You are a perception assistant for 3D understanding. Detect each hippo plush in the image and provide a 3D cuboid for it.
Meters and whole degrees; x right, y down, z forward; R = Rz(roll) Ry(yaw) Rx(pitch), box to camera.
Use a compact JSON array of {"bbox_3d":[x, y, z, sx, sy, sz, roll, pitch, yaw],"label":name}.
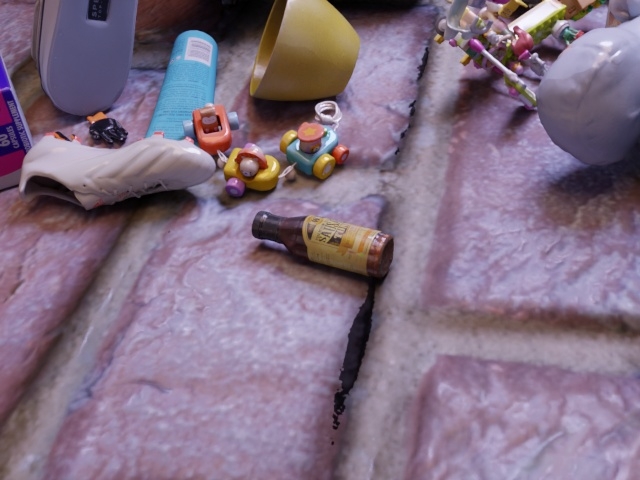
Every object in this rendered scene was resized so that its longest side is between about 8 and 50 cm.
[{"bbox_3d":[0.326,-0.146,0.731,0.294,0.234,0.236,-28,46,-22],"label":"hippo plush"}]

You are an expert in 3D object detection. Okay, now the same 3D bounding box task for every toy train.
[{"bbox_3d":[-0.055,-0.109,0.857,0.166,0.046,0.125,-8,57,-4],"label":"toy train"}]

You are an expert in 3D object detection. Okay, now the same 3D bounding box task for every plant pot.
[{"bbox_3d":[-0.012,-0.209,0.940,0.095,0.134,0.134,16,39,-14],"label":"plant pot"}]

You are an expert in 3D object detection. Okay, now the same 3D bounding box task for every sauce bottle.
[{"bbox_3d":[0.000,0.000,0.750,0.128,0.042,0.042,13,44,20],"label":"sauce bottle"}]

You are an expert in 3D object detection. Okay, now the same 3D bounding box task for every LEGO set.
[{"bbox_3d":[0.235,-0.215,0.925,0.287,0.132,0.107,-14,54,-45],"label":"LEGO set"}]

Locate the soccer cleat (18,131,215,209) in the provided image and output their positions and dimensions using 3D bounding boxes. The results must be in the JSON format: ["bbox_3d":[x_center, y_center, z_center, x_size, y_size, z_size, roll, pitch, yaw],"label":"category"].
[{"bbox_3d":[-0.199,-0.062,0.834,0.196,0.068,0.076,3,57,12],"label":"soccer cleat"}]

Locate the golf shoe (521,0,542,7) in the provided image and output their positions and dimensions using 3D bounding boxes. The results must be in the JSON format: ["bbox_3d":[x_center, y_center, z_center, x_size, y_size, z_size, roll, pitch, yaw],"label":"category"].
[{"bbox_3d":[0.352,-0.378,1.069,0.272,0.120,0.105,-18,23,-16],"label":"golf shoe"}]

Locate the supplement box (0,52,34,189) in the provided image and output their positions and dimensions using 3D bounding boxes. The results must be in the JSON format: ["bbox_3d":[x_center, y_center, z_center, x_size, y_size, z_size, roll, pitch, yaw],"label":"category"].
[{"bbox_3d":[-0.412,-0.102,0.862,0.220,0.111,0.114,-20,44,-14],"label":"supplement box"}]

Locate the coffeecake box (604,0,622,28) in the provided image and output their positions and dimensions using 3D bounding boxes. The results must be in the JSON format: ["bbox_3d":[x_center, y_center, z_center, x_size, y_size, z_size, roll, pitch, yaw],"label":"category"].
[{"bbox_3d":[0.401,-0.296,0.930,0.142,0.185,0.068,-7,41,-1],"label":"coffeecake box"}]

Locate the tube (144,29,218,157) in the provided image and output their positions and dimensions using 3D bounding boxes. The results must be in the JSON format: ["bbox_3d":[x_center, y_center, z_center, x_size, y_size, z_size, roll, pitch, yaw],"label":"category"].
[{"bbox_3d":[-0.149,-0.152,0.940,0.080,0.052,0.207,-4,47,6],"label":"tube"}]

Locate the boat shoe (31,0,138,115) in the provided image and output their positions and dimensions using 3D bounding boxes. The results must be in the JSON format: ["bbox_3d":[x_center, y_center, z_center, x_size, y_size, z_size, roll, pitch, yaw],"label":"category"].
[{"bbox_3d":[-0.252,-0.335,0.952,0.135,0.367,0.156,-1,28,-37],"label":"boat shoe"}]

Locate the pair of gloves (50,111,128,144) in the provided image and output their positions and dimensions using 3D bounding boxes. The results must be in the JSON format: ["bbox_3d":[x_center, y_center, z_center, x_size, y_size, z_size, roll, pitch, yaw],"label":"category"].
[{"bbox_3d":[-0.256,-0.112,0.932,0.083,0.010,0.074,-29,44,-28],"label":"pair of gloves"}]

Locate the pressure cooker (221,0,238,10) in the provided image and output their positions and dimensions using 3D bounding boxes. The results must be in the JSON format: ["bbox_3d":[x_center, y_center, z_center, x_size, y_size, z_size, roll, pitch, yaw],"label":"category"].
[{"bbox_3d":[-0.064,-0.498,1.091,0.420,0.376,0.370,-5,23,1],"label":"pressure cooker"}]
